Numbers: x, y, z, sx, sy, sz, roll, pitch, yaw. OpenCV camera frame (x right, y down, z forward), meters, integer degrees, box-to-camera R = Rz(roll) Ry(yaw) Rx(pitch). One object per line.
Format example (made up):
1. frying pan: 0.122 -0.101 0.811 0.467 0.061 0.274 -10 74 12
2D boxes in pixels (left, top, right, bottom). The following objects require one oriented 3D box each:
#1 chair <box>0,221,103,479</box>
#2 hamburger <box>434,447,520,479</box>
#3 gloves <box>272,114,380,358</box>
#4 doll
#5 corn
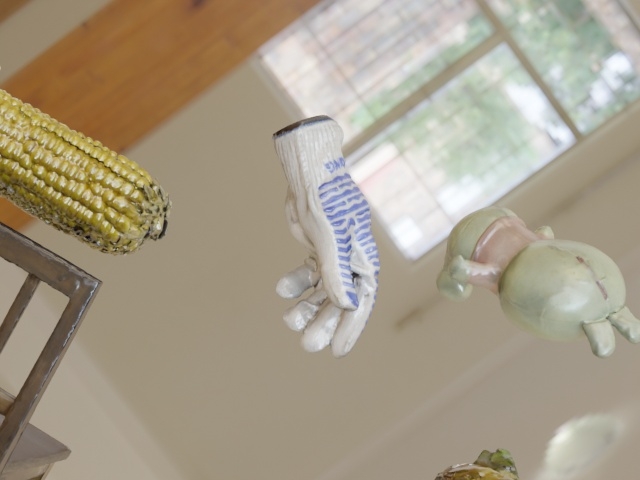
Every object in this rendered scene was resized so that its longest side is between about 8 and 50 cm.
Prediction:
1. chair: -0.369 0.176 1.662 0.416 0.203 0.240 -60 172 3
2. hamburger: 0.098 0.269 1.203 0.206 0.130 0.183 -59 -149 30
3. gloves: 0.005 -0.004 1.521 0.097 0.229 0.119 -2 176 -5
4. doll: 0.231 0.037 1.766 0.155 0.113 0.275 -18 -153 -32
5. corn: -0.306 -0.084 1.749 0.115 0.317 0.115 -57 -172 12
